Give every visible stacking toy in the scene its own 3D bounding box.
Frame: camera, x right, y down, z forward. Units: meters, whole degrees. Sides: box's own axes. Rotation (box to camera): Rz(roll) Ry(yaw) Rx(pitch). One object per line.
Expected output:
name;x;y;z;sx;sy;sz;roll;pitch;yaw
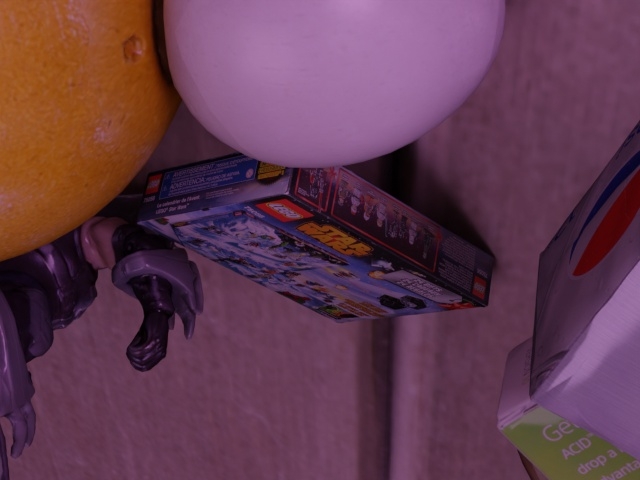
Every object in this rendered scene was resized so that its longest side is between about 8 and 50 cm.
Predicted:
stacking toy;-0.169;-0.098;0.557;0.480;0.350;0.350;2;135;8

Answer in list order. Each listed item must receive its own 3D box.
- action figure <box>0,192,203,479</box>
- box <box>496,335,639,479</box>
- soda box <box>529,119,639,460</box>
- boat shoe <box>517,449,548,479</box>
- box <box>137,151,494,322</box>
action figure;-0.157;0.044;0.675;0.185;0.285;0.099;-21;104;11
box;0.256;0.101;0.524;0.232;0.058;0.322;-37;107;28
soda box;0.208;0.058;0.422;0.286;0.091;0.098;30;120;-5
boat shoe;0.220;0.164;0.658;0.302;0.109;0.098;40;103;-7
box;0.000;0.000;0.641;0.094;0.027;0.137;-8;153;42
